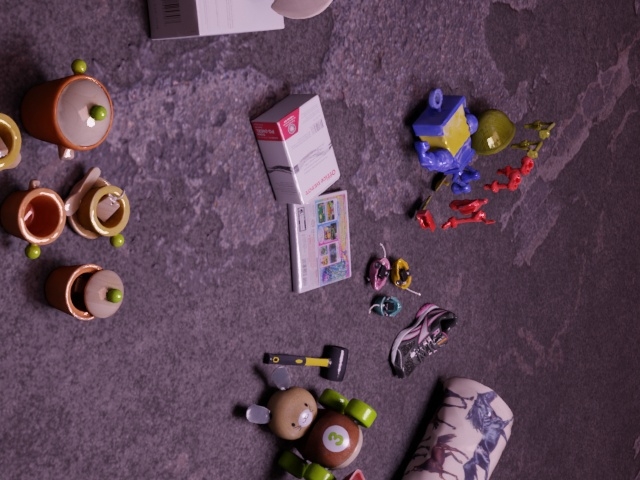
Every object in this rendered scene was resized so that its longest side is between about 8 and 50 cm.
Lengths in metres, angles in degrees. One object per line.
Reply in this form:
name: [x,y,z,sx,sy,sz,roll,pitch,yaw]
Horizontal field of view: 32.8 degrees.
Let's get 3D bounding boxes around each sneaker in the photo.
sneaker: [0.202,0.190,2.084,0.178,0.077,0.072,-55,131,-30]

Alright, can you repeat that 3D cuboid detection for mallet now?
mallet: [-0.025,0.215,1.850,0.190,0.039,0.062,0,97,-46]

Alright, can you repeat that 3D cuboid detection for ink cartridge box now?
ink cartridge box: [-0.038,-0.147,1.759,0.109,0.063,0.150,-40,125,-41]

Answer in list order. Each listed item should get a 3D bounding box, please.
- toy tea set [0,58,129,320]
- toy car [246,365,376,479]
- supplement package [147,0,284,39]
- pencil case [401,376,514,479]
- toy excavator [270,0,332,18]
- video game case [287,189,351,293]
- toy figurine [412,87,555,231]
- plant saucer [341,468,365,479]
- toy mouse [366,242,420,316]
toy tea set: [-0.313,-0.056,1.387,0.200,0.124,0.336,-47,128,-37]
toy car: [-0.032,0.290,1.776,0.188,0.149,0.155,44,71,-31]
supplement package: [-0.151,-0.348,1.563,0.179,0.105,0.105,-17,106,-48]
pencil case: [0.235,0.460,2.098,0.160,0.183,0.410,39,61,-14]
toy excavator: [-0.138,-0.548,1.416,0.445,0.433,0.222,105,7,-46]
video game case: [0.000,0.000,1.860,0.143,0.019,0.157,-15,106,-49]
toy figurine: [0.279,-0.210,2.051,0.362,0.191,0.217,-50,125,-36]
plant saucer: [0.020,0.539,1.729,0.258,0.048,0.259,-49,130,-39]
toy mouse: [0.115,0.087,2.000,0.143,0.031,0.161,-50,130,-35]
